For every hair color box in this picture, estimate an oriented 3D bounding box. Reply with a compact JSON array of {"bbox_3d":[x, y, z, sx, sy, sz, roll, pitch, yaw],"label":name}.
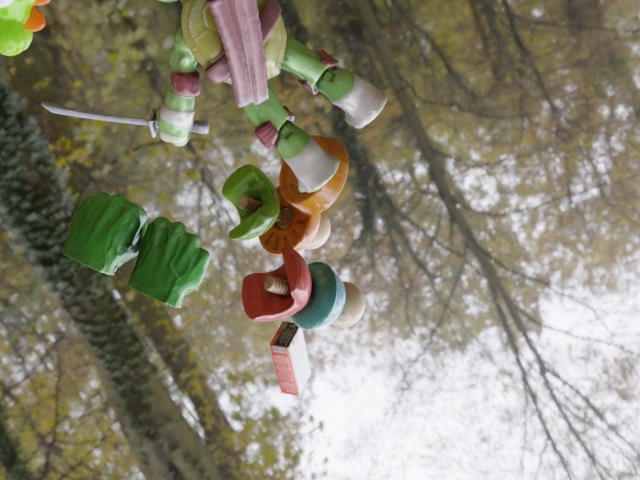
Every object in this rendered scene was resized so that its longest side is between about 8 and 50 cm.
[{"bbox_3d":[-0.059,0.237,1.888,0.043,0.141,0.072,7,-140,21],"label":"hair color box"}]

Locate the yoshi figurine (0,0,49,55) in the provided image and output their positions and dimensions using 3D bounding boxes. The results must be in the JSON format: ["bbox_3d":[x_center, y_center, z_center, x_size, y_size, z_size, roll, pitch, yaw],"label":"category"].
[{"bbox_3d":[-0.562,-0.470,1.486,0.203,0.362,0.204,11,-155,39],"label":"yoshi figurine"}]

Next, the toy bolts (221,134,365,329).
[{"bbox_3d":[0.000,0.000,1.207,0.218,0.158,0.228,-31,-126,35],"label":"toy bolts"}]

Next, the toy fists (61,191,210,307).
[{"bbox_3d":[-0.329,0.008,1.711,0.279,0.096,0.142,24,-90,17],"label":"toy fists"}]

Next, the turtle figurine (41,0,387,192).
[{"bbox_3d":[-0.085,-0.180,0.974,0.275,0.266,0.197,-32,-155,43],"label":"turtle figurine"}]
